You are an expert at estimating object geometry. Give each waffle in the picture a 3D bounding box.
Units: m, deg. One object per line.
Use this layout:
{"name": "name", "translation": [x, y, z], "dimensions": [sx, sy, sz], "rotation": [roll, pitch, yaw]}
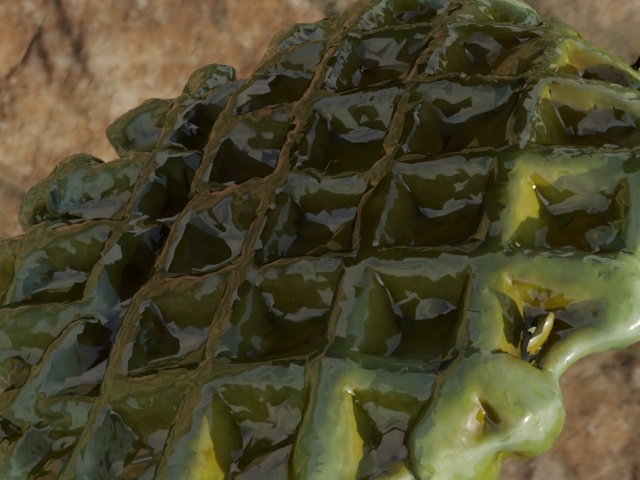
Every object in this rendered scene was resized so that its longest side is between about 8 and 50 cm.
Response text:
{"name": "waffle", "translation": [0.000, 0.000, 0.423], "dimensions": [0.208, 0.214, 0.054], "rotation": [-36, 125, -8]}
